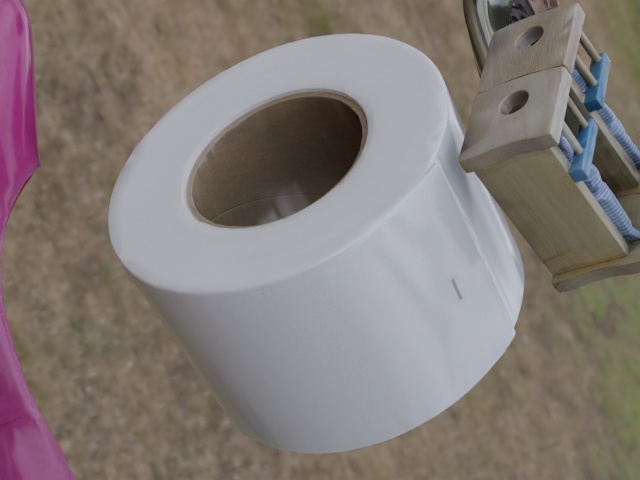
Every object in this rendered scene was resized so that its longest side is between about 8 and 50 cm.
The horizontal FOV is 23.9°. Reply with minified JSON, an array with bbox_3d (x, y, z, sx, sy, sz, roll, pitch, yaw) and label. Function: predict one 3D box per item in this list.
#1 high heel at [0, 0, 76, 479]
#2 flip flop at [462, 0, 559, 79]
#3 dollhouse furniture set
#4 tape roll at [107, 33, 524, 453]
[{"bbox_3d":[-0.150,0.058,0.824,0.127,0.181,0.377,-163,-97,-81],"label":"high heel"},{"bbox_3d":[0.181,-0.222,1.385,0.112,0.080,0.277,65,27,-50],"label":"flip flop"},{"bbox_3d":[0.206,-0.074,0.933,0.129,0.184,0.129,48,41,-31],"label":"dollhouse furniture set"},{"bbox_3d":[0.000,0.000,1.037,0.246,0.246,0.169,-90,159,-47],"label":"tape roll"}]
